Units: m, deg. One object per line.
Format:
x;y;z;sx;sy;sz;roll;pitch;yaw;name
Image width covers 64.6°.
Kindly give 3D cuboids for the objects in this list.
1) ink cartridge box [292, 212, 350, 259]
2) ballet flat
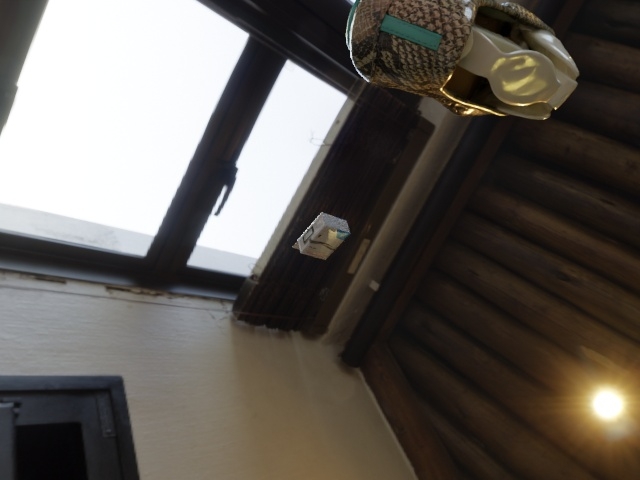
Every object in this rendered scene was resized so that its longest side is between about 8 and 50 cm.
0.000;0.000;0.761;0.083;0.048;0.028;-48;-140;34;ink cartridge box
0.228;-0.225;0.655;0.182;0.483;0.163;35;-61;28;ballet flat
